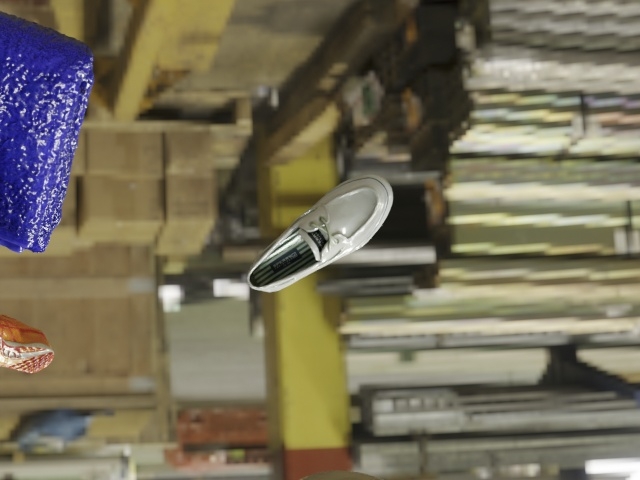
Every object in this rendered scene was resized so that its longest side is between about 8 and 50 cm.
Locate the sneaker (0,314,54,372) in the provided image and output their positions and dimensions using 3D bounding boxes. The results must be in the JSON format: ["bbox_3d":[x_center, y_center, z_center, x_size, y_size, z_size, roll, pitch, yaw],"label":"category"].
[{"bbox_3d":[-0.417,0.123,1.950,0.064,0.067,0.175,-46,145,9],"label":"sneaker"}]

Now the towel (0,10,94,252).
[{"bbox_3d":[-0.373,-0.118,1.383,0.308,0.228,0.076,17,-151,-2],"label":"towel"}]

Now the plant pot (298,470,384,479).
[{"bbox_3d":[0.012,0.443,1.820,0.284,0.284,0.191,-11,-167,30],"label":"plant pot"}]

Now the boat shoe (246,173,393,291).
[{"bbox_3d":[0.000,0.000,1.991,0.226,0.083,0.076,-41,180,15],"label":"boat shoe"}]
